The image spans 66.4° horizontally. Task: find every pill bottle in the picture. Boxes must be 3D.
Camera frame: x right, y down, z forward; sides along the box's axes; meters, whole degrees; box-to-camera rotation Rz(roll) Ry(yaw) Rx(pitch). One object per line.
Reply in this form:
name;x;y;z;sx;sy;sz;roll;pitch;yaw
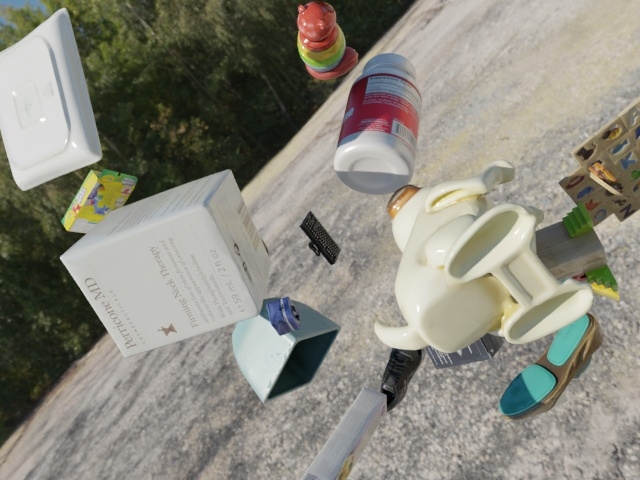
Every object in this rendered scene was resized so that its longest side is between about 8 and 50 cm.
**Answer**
pill bottle;0.182;-0.358;1.462;0.229;0.229;0.407;-29;41;49

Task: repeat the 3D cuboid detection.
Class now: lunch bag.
lunch bag;-0.084;0.178;1.174;0.065;0.098;0.067;-18;55;3

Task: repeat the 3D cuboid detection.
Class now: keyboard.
keyboard;0.000;0.000;1.566;0.023;0.180;0.108;-14;35;42

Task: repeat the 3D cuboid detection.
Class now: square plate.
square plate;-0.676;-0.320;1.163;0.344;0.347;0.049;-11;3;32

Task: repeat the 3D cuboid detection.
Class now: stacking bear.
stacking bear;0.002;-0.636;1.531;0.164;0.175;0.289;-43;-10;3

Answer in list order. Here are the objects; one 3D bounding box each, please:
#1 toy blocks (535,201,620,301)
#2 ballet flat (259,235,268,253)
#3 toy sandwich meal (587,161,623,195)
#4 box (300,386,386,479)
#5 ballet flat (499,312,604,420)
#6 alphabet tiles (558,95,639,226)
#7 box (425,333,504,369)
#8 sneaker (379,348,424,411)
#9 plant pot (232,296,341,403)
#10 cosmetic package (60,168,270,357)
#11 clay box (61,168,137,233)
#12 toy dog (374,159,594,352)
toy blocks;0.539;0.081;1.185;0.261;0.381;0.190;-24;57;22
ballet flat;-0.248;-0.030;1.601;0.084;0.250;0.058;-32;38;6
toy sandwich meal;0.565;-0.121;0.963;0.029;0.086;0.085;-55;11;25
box;0.055;0.461;1.094;0.067;0.063;0.324;11;30;28
ballet flat;0.603;0.338;1.246;0.342;0.124;0.116;-55;22;3
alphabet tiles;0.722;-0.173;1.141;0.285;0.343;0.011;-42;40;21
box;0.423;0.290;1.496;0.207;0.153;0.108;-27;-1;45
sneaker;0.254;0.427;1.570;0.124;0.107;0.283;-27;-50;-58
plant pot;-0.137;0.317;1.571;0.248;0.252;0.247;-1;-58;-55
cosmetic package;-0.385;0.051;1.340;0.394;0.329;0.327;-19;22;8
clay box;-0.652;-0.120;1.453;0.222;0.053;0.127;-54;-27;13
toy dog;0.278;0.025;1.003;0.395;0.285;0.408;-47;21;21
